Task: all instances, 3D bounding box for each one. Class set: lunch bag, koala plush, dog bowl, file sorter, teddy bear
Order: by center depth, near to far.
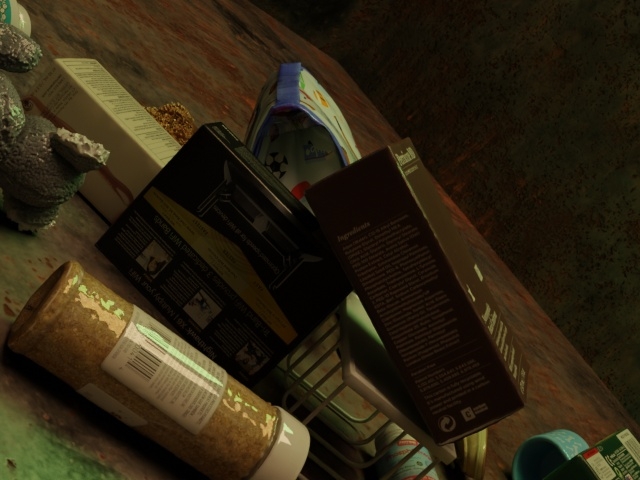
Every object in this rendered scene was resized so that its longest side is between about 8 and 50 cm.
[{"bbox_3d":[-0.391,-0.119,1.287,0.221,0.196,0.203,40,28,-19],"label":"koala plush"},{"bbox_3d":[0.055,0.236,1.492,0.193,0.173,0.277,41,16,-14],"label":"file sorter"},{"bbox_3d":[-0.030,-0.098,1.804,0.328,0.239,0.385,-93,172,-67],"label":"lunch bag"},{"bbox_3d":[-0.255,-0.155,1.874,0.245,0.113,0.338,46,6,-32],"label":"teddy bear"},{"bbox_3d":[0.468,0.489,1.934,0.074,0.166,0.297,14,32,-39],"label":"dog bowl"}]

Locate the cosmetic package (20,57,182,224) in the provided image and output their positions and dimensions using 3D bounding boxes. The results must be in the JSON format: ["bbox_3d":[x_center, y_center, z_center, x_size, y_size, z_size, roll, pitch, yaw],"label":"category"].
[{"bbox_3d":[-0.315,-0.135,1.589,0.296,0.129,0.153,45,14,3],"label":"cosmetic package"}]

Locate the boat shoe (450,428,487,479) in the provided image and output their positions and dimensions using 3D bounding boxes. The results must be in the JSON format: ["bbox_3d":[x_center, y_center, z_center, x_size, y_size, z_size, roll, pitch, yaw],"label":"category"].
[{"bbox_3d":[0.246,0.343,1.876,0.089,0.104,0.285,4,17,-4],"label":"boat shoe"}]

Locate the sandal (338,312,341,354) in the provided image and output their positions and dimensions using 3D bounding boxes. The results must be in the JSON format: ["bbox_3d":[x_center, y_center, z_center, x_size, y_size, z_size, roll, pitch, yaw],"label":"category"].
[{"bbox_3d":[0.108,0.137,1.950,0.126,0.138,0.317,37,16,-20],"label":"sandal"}]

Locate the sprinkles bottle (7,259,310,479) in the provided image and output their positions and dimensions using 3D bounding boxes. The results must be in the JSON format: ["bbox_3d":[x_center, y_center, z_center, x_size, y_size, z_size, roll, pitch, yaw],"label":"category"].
[{"bbox_3d":[-0.178,0.169,1.174,0.355,0.121,0.121,39,17,-19],"label":"sprinkles bottle"}]

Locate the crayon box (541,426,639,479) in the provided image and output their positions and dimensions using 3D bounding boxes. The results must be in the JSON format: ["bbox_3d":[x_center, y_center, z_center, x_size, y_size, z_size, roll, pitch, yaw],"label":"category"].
[{"bbox_3d":[0.305,0.406,1.430,0.106,0.313,0.363,54,17,19],"label":"crayon box"}]

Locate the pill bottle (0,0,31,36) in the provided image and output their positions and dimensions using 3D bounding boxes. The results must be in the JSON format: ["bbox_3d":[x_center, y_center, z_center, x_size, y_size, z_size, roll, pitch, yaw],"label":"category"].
[{"bbox_3d":[-0.540,-0.331,1.488,0.146,0.146,0.264,49,16,15],"label":"pill bottle"}]

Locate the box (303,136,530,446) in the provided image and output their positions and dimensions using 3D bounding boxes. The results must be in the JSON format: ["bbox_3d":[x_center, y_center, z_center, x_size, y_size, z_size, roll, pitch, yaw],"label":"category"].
[{"bbox_3d":[0.139,0.059,1.392,0.381,0.143,0.191,60,16,-2],"label":"box"}]

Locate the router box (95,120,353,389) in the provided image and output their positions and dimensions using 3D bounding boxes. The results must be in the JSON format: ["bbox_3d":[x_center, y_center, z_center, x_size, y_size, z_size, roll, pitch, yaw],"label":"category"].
[{"bbox_3d":[-0.125,0.025,1.451,0.309,0.243,0.081,46,16,2],"label":"router box"}]

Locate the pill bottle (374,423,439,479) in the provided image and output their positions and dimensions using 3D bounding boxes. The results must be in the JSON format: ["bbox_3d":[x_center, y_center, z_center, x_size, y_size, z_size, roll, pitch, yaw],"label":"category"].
[{"bbox_3d":[0.129,0.351,1.547,0.087,0.087,0.160,37,17,-27],"label":"pill bottle"}]
